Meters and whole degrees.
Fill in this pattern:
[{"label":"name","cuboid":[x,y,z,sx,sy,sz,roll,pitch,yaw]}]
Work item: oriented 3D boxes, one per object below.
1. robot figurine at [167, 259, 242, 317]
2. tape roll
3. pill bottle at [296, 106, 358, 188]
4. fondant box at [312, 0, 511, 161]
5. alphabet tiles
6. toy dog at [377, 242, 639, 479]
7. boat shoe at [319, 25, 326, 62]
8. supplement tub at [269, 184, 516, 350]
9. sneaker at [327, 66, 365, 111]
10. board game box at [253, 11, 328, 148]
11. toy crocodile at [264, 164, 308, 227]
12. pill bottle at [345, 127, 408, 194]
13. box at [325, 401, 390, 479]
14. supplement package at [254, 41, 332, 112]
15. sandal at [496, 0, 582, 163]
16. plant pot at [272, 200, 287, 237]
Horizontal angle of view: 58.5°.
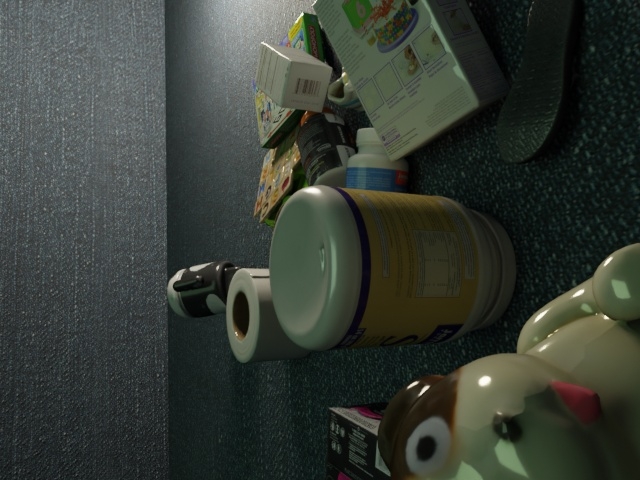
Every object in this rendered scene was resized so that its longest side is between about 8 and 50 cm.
[{"label":"robot figurine","cuboid":[-0.365,0.157,1.871,0.174,0.278,0.209,-77,-30,-52]},{"label":"tape roll","cuboid":[-0.133,0.196,1.513,0.246,0.169,0.246,-5,84,62]},{"label":"pill bottle","cuboid":[0.018,-0.196,1.285,0.130,0.130,0.246,120,147,-41]},{"label":"fondant box","cuboid":[0.144,-0.334,0.979,0.238,0.096,0.331,-28,90,58]},{"label":"alphabet tiles","cuboid":[-0.101,-0.221,1.521,0.285,0.011,0.343,-44,32,46]},{"label":"toy dog","cuboid":[0.253,0.177,0.508,0.396,0.407,0.285,112,145,-47]},{"label":"boat shoe","cuboid":[-0.012,-0.510,1.463,0.040,0.049,0.142,-54,41,45]},{"label":"supplement tub","cuboid":[0.111,0.044,0.893,0.241,0.331,0.241,-9,80,62]},{"label":"sneaker","cuboid":[0.100,-0.339,1.194,0.228,0.092,0.088,-29,61,57]},{"label":"board game box","cuboid":[-0.086,-0.403,1.489,0.317,0.046,0.214,-33,61,55]},{"label":"toy crocodile","cuboid":[-0.065,-0.102,1.489,0.340,0.105,0.115,-27,46,61]},{"label":"pill bottle","cuboid":[0.110,-0.104,1.125,0.124,0.124,0.222,10,97,62]},{"label":"box","cuboid":[0.130,0.405,1.035,0.247,0.142,0.164,2,89,61]},{"label":"supplement package","cuboid":[-0.066,-0.373,1.301,0.179,0.105,0.105,50,133,50]},{"label":"sandal","cuboid":[0.326,-0.230,0.818,0.097,0.054,0.255,21,97,53]},{"label":"plant pot","cuboid":[0.000,0.000,1.280,0.167,0.165,0.167,-11,78,62]}]
